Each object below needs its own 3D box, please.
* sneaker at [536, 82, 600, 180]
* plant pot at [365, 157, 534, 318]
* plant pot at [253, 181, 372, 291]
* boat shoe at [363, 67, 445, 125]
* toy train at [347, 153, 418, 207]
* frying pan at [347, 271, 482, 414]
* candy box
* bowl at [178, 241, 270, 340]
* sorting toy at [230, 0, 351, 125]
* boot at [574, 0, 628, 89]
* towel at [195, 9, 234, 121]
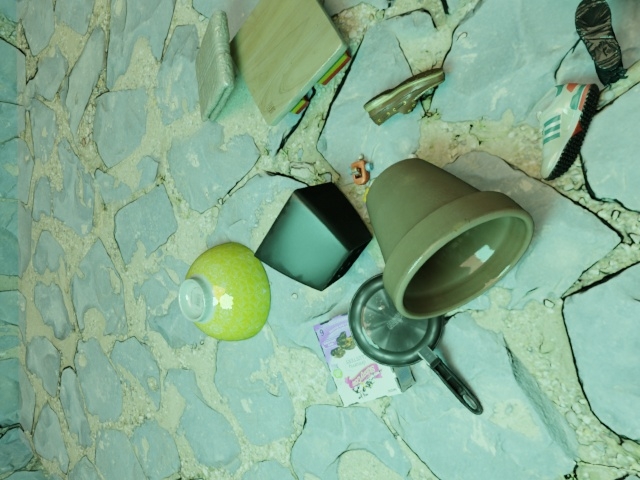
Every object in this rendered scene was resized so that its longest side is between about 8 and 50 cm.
[{"bbox_3d":[0.395,-0.183,0.713,0.075,0.057,0.161,35,116,47],"label":"sneaker"},{"bbox_3d":[0.198,-0.028,0.767,0.263,0.263,0.229,-52,47,28],"label":"plant pot"},{"bbox_3d":[0.000,0.000,0.943,0.167,0.188,0.187,41,117,14],"label":"plant pot"},{"bbox_3d":[0.174,-0.289,0.862,0.178,0.064,0.060,-18,114,38],"label":"boat shoe"},{"bbox_3d":[0.127,-0.131,0.912,0.166,0.046,0.125,-2,93,37],"label":"toy train"},{"bbox_3d":[0.173,0.219,0.857,0.197,0.053,0.326,-20,77,5],"label":"frying pan"},{"bbox_3d":[0.094,0.253,0.953,0.165,0.070,0.196,-29,76,34],"label":"candy box"},{"bbox_3d":[-0.296,0.153,1.183,0.289,0.156,0.290,4,97,37],"label":"bowl"},{"bbox_3d":[-0.070,-0.447,1.005,0.257,0.089,0.255,-38,72,33],"label":"sorting toy"},{"bbox_3d":[0.426,-0.296,0.644,0.045,0.099,0.121,-21,80,37],"label":"boot"},{"bbox_3d":[-0.280,-0.442,1.124,0.282,0.049,0.187,-8,89,64],"label":"towel"}]
